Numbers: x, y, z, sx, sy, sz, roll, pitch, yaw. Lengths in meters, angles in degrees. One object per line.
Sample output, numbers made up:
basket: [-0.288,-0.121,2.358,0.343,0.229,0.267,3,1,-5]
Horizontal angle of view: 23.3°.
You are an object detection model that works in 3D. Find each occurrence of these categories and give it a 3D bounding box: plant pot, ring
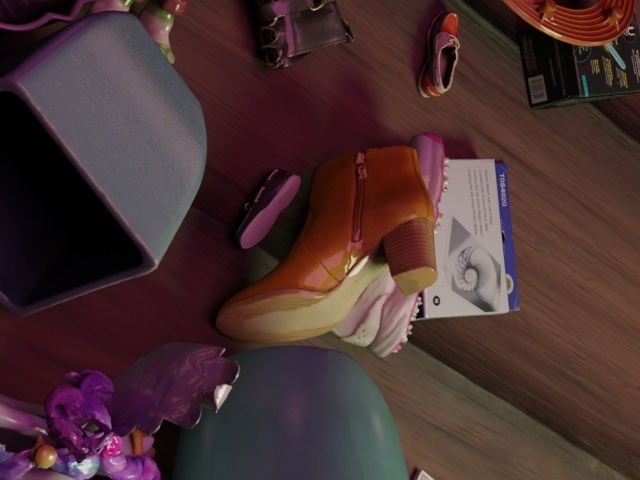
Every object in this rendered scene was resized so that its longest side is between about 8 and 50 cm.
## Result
plant pot: [-0.266,-0.109,1.680,0.247,0.248,0.252,54,43,-20]
ring: [0.335,-0.432,2.259,0.336,0.032,0.336,19,52,-26]
plant pot: [-0.035,0.260,1.793,0.293,0.293,0.235,17,58,-36]

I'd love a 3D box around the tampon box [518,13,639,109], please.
tampon box: [0.394,-0.267,2.314,0.161,0.101,0.120,-9,89,-40]

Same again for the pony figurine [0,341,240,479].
pony figurine: [-0.267,0.211,1.576,0.363,0.351,0.303,20,87,-32]

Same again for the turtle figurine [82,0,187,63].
turtle figurine: [-0.135,-0.324,1.775,0.274,0.198,0.266,29,102,-4]

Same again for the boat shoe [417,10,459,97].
boat shoe: [0.174,-0.264,2.174,0.049,0.043,0.137,30,65,-30]

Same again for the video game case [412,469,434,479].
video game case: [0.137,0.382,2.081,0.087,0.011,0.122,43,60,-27]

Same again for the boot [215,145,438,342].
boot: [0.000,-0.001,1.938,0.104,0.295,0.211,63,12,-51]

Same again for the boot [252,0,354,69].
boot: [-0.073,-0.329,1.957,0.263,0.091,0.229,-14,99,-34]

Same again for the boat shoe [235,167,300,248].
boat shoe: [-0.073,-0.042,1.948,0.125,0.038,0.046,-53,157,-25]

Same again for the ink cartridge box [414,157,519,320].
ink cartridge box: [0.206,-0.004,2.164,0.224,0.045,0.223,-3,86,-39]

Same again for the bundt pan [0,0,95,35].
bundt pan: [-0.371,-0.366,1.677,0.331,0.124,0.331,9,74,-31]

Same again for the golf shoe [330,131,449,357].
golf shoe: [0.079,-0.008,2.008,0.140,0.115,0.306,17,74,-4]
